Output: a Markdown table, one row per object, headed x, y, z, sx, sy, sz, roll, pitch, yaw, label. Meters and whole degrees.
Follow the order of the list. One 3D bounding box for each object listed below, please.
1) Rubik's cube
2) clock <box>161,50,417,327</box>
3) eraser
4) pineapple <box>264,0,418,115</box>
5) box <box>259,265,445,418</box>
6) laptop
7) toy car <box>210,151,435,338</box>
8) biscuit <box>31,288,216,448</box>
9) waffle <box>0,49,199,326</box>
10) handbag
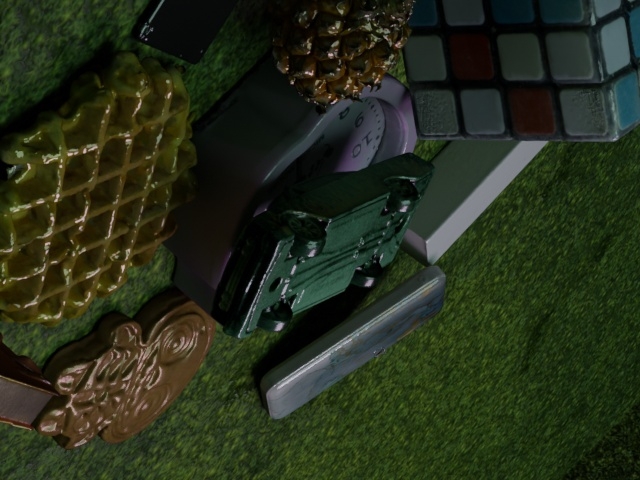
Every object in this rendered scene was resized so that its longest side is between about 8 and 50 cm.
| x | y | z | sx | sy | sz | roll | pitch | yaw | label |
| --- | --- | --- | --- | --- | --- | --- | --- | --- | --- |
| 0.250 | -0.259 | 2.029 | 0.259 | 0.256 | 0.253 | -27 | 114 | -47 | Rubik's cube |
| -0.033 | -0.066 | 2.063 | 0.338 | 0.102 | 0.338 | -43 | 156 | -24 | clock |
| 0.209 | -0.100 | 2.507 | 0.298 | 0.078 | 0.076 | -46 | 156 | -19 | eraser |
| 0.043 | -0.225 | 1.850 | 0.161 | 0.137 | 0.176 | 51 | 48 | -29 | pineapple |
| 0.044 | 0.135 | 2.483 | 0.285 | 0.044 | 0.142 | -33 | 160 | -10 | box |
| -0.099 | -0.253 | 1.780 | 0.180 | 0.016 | 0.129 | -56 | 156 | 8 | laptop |
| 0.000 | 0.000 | 1.957 | 0.320 | 0.097 | 0.141 | -23 | 144 | -53 | toy car |
| -0.214 | 0.148 | 2.096 | 0.288 | 0.044 | 0.202 | -9 | 131 | -62 | biscuit |
| -0.215 | -0.040 | 1.800 | 0.329 | 0.062 | 0.329 | -42 | 154 | -26 | waffle |
| -0.328 | 0.107 | 1.705 | 0.063 | 0.127 | 0.190 | -52 | 157 | 0 | handbag |
